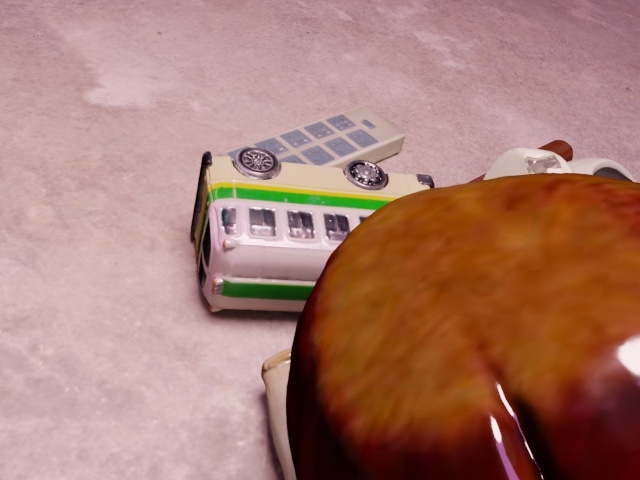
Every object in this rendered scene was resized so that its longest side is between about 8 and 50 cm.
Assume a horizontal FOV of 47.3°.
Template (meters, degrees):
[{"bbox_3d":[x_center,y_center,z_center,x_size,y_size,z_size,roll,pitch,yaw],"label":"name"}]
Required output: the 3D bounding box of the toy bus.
[{"bbox_3d":[0.000,0.000,0.913,0.306,0.143,0.179,4,44,-16],"label":"toy bus"}]

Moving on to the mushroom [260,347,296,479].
[{"bbox_3d":[0.005,0.239,0.679,0.110,0.097,0.351,17,34,-22],"label":"mushroom"}]

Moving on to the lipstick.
[{"bbox_3d":[0.312,-0.100,1.208,0.357,0.057,0.057,-26,56,-40],"label":"lipstick"}]

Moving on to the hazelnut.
[{"bbox_3d":[0.176,0.137,0.512,0.403,0.401,0.429,-1,14,-21],"label":"hazelnut"}]

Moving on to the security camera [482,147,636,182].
[{"bbox_3d":[0.360,-0.023,1.041,0.237,0.194,0.194,10,40,-16],"label":"security camera"}]

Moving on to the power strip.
[{"bbox_3d":[-0.003,-0.140,1.150,0.106,0.043,0.367,40,45,25],"label":"power strip"}]
